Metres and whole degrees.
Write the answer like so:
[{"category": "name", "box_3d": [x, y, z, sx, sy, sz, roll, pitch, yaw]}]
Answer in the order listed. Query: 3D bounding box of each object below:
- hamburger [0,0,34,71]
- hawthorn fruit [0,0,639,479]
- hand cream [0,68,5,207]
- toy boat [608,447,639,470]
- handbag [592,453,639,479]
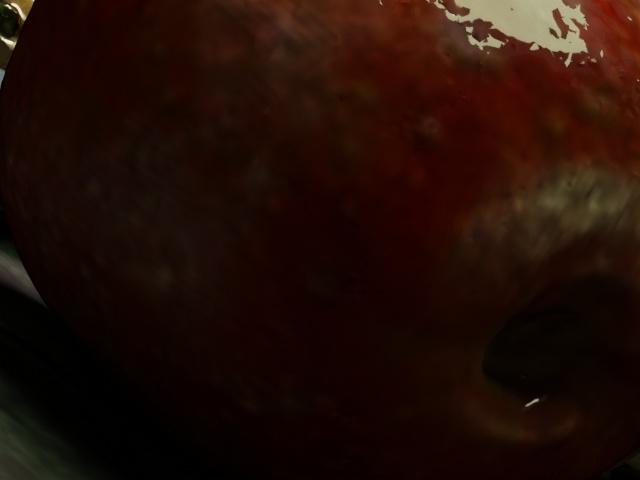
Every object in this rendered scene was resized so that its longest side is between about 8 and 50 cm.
[{"category": "hamburger", "box_3d": [-0.189, -0.117, 1.039, 0.176, 0.087, 0.102, 45, 21, 17]}, {"category": "hawthorn fruit", "box_3d": [0.019, -0.024, 0.672, 0.284, 0.284, 0.284, 34, 6, -4]}, {"category": "hand cream", "box_3d": [-0.178, -0.064, 0.721, 0.271, 0.091, 0.058, 27, 51, -47]}, {"category": "toy boat", "box_3d": [0.149, 0.053, 0.997, 0.318, 0.141, 0.099, -55, 130, -74]}, {"category": "handbag", "box_3d": [0.280, 0.132, 1.155, 0.251, 0.190, 0.193, 29, 10, 18]}]
